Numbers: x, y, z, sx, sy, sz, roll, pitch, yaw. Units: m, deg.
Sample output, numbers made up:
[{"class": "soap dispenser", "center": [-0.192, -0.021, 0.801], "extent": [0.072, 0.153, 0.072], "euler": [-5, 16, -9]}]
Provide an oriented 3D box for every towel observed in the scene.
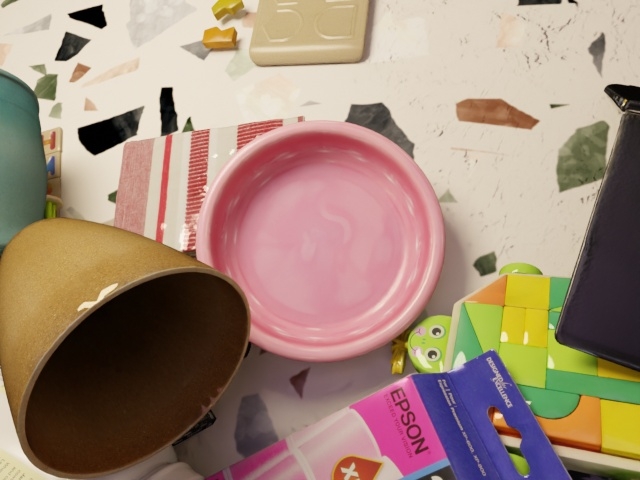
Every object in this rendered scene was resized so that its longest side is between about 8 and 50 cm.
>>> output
[{"class": "towel", "center": [-0.181, -0.085, 0.799], "extent": [0.330, 0.037, 0.236], "euler": [-7, 66, 8]}]

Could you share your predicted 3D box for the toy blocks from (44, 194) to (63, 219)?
[{"class": "toy blocks", "center": [-0.493, 0.007, 0.809], "extent": [0.124, 0.054, 0.148], "euler": [-15, 68, 6]}]

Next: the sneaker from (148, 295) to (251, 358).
[{"class": "sneaker", "center": [-0.255, 0.139, 0.697], "extent": [0.331, 0.130, 0.147], "euler": [7, 86, 18]}]

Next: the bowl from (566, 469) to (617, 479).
[{"class": "bowl", "center": [0.355, 0.396, 0.479], "extent": [0.392, 0.077, 0.390], "euler": [-4, 68, 11]}]

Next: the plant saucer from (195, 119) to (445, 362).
[{"class": "plant saucer", "center": [0.000, 0.000, 0.673], "extent": [0.333, 0.084, 0.331], "euler": [0, 78, 2]}]

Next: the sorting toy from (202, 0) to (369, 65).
[{"class": "sorting toy", "center": [-0.061, -0.430, 0.903], "extent": [0.308, 0.041, 0.228], "euler": [3, 75, 13]}]

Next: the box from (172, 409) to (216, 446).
[{"class": "box", "center": [-0.195, 0.232, 0.667], "extent": [0.083, 0.067, 0.018], "euler": [48, 130, 23]}]

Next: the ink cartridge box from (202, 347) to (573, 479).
[{"class": "ink cartridge box", "center": [0.051, 0.265, 0.494], "extent": [0.371, 0.069, 0.175], "euler": [-30, 55, 11]}]

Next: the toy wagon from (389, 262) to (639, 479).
[{"class": "toy wagon", "center": [0.244, 0.142, 0.557], "extent": [0.345, 0.068, 0.267], "euler": [4, 51, 24]}]

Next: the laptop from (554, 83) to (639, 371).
[{"class": "laptop", "center": [0.508, -0.013, 0.555], "extent": [0.382, 0.408, 0.236], "euler": [19, 118, 18]}]

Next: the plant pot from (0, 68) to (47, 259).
[{"class": "plant pot", "center": [-0.526, -0.075, 0.686], "extent": [0.272, 0.271, 0.255], "euler": [-20, 81, 4]}]

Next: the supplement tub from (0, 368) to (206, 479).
[{"class": "supplement tub", "center": [-0.325, 0.304, 0.573], "extent": [0.325, 0.235, 0.235], "euler": [20, 75, 18]}]

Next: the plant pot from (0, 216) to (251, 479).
[{"class": "plant pot", "center": [-0.249, 0.079, 0.539], "extent": [0.254, 0.237, 0.237], "euler": [31, 78, 35]}]

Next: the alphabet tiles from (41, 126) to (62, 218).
[{"class": "alphabet tiles", "center": [-0.618, -0.082, 0.903], "extent": [0.286, 0.011, 0.342], "euler": [-14, 67, 7]}]
